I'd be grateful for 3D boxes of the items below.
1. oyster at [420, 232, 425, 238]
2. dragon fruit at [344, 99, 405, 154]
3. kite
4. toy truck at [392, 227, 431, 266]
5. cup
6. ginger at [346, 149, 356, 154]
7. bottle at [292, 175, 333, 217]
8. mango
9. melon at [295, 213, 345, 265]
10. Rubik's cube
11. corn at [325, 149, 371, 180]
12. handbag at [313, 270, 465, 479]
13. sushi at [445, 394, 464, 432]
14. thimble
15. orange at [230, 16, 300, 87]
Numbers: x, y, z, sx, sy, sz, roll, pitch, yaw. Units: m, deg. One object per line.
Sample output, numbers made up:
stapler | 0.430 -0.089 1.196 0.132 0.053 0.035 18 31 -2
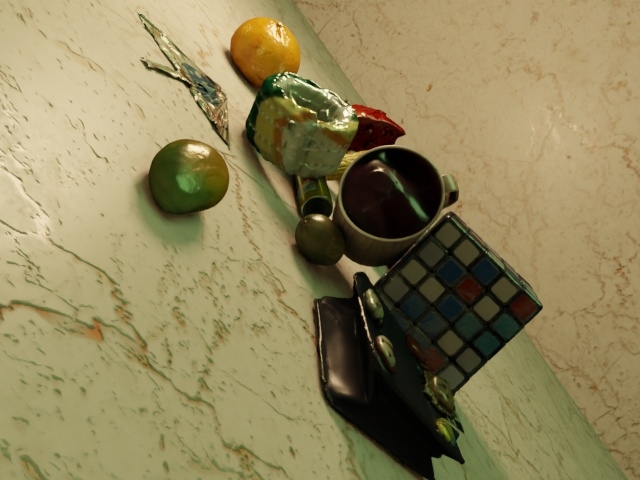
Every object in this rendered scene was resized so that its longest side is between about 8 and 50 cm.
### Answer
oyster | 0.205 -0.090 2.011 0.083 0.214 0.223 -9 87 -33
dragon fruit | 0.057 -0.343 2.252 0.302 0.240 0.330 11 12 -28
kite | -0.296 -0.368 1.573 0.406 0.014 0.368 55 16 10
toy truck | 0.281 0.063 1.996 0.124 0.155 0.268 43 19 -31
cup | 0.158 -0.087 1.530 0.208 0.288 0.273 44 -15 7
ginger | 0.178 -0.172 2.155 0.123 0.219 0.270 -25 79 -33
bottle | -0.028 -0.154 1.737 0.082 0.082 0.286 42 19 -32
mango | -0.215 -0.102 1.124 0.130 0.091 0.195 49 25 -18
melon | 0.000 0.000 1.469 0.131 0.098 0.098 50 14 -41
Rubik's cube | 0.302 0.129 1.595 0.293 0.287 0.292 45 11 6
corn | 0.091 -0.218 2.009 0.238 0.080 0.080 -13 58 -25
handbag | 0.135 0.249 1.287 0.329 0.122 0.303 46 17 -26
sushi | 0.279 0.336 1.628 0.210 0.040 0.193 43 19 -30
thimble | -0.046 -0.277 1.663 0.254 0.167 0.288 19 29 -15
orange | -0.160 -0.557 2.041 0.219 0.193 0.219 35 41 -37
